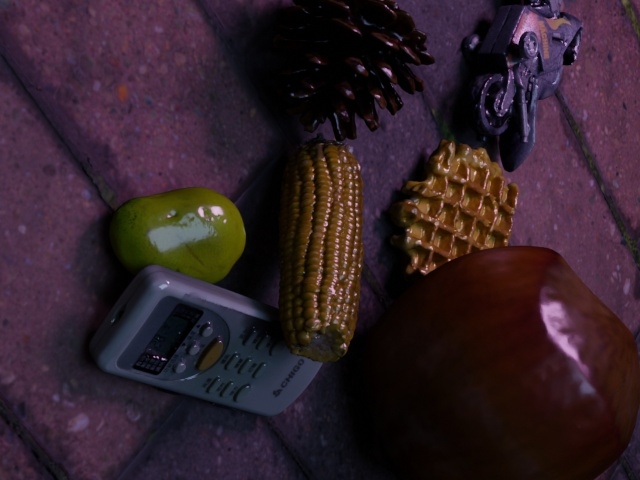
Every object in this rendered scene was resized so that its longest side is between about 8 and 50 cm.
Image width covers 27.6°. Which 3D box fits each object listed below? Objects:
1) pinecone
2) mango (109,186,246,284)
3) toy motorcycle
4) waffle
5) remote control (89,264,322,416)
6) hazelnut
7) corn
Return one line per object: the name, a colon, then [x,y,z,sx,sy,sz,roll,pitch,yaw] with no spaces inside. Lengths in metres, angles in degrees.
pinecone: [0.029,-0.218,1.578,0.207,0.207,0.208,-1,92,-44]
mango: [-0.162,0.000,1.480,0.163,0.089,0.117,-11,108,-31]
toy motorcycle: [0.301,-0.263,1.902,0.173,0.108,0.307,42,65,-42]
waffle: [0.181,-0.034,1.822,0.219,0.057,0.229,24,74,-41]
remote control: [-0.119,0.125,1.504,0.296,0.056,0.140,24,110,-43]
hazelnut: [0.241,0.189,1.703,0.365,0.365,0.366,-1,92,-44]
corn: [0.000,0.000,1.552,0.115,0.115,0.318,41,35,-37]
